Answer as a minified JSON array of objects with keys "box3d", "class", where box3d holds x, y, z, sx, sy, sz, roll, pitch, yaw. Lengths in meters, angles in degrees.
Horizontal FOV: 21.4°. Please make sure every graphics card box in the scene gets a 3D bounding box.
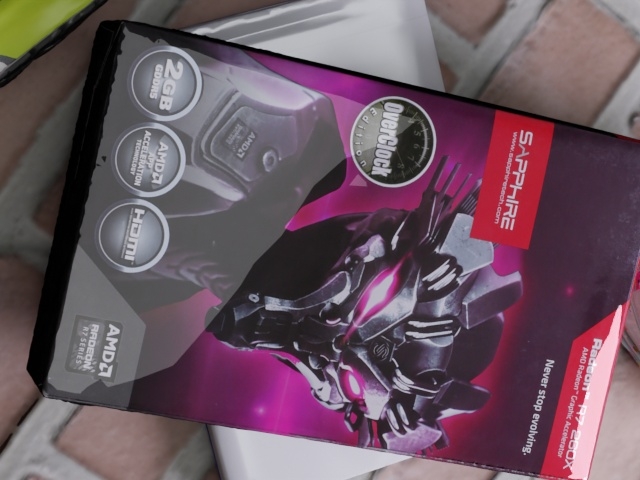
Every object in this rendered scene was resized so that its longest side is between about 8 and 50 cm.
[{"box3d":[0.019,0.011,1.070,0.371,0.094,0.232,12,94,-17],"class":"graphics card box"}]

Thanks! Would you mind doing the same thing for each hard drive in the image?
[{"box3d":[0.000,0.000,1.134,0.210,0.040,0.318,-17,102,-14],"class":"hard drive"}]

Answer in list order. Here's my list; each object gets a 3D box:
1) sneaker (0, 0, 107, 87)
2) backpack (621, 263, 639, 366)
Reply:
[{"box3d":[-0.261,-0.117,1.016,0.300,0.111,0.121,-39,97,-14],"class":"sneaker"},{"box3d":[0.268,0.044,1.182,0.182,0.115,0.152,48,65,-21],"class":"backpack"}]
